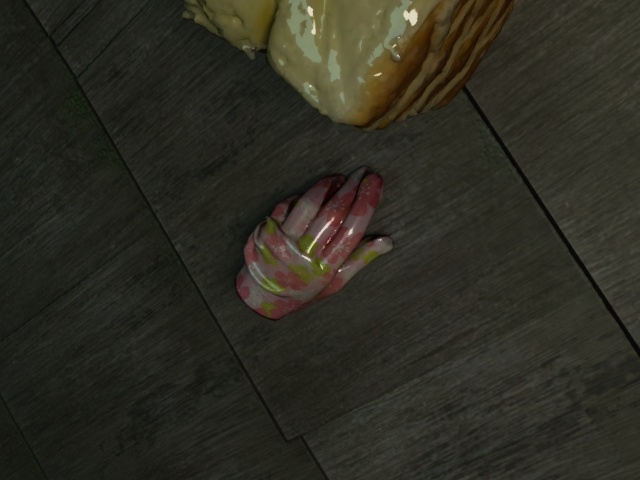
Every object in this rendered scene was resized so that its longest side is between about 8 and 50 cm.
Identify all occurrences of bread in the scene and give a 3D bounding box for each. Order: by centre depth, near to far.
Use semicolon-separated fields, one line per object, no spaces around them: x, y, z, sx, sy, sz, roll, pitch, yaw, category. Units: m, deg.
0.078;-0.332;0.727;0.279;0.371;0.390;36;115;8;bread

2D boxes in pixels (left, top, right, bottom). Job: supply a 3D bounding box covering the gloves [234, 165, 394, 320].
-0.007;0.002;0.966;0.145;0.126;0.241;49;122;13;gloves
